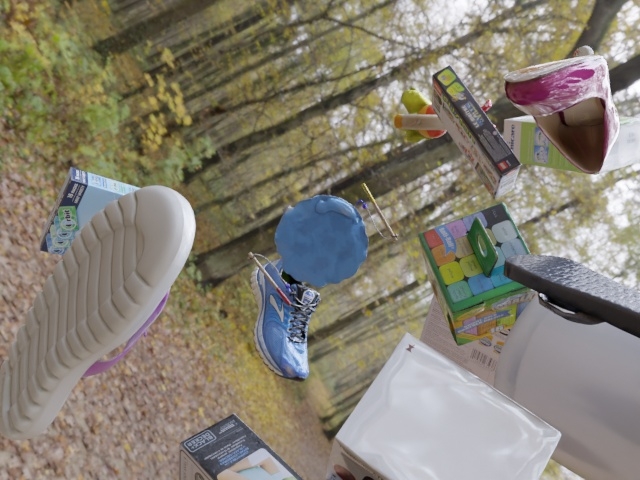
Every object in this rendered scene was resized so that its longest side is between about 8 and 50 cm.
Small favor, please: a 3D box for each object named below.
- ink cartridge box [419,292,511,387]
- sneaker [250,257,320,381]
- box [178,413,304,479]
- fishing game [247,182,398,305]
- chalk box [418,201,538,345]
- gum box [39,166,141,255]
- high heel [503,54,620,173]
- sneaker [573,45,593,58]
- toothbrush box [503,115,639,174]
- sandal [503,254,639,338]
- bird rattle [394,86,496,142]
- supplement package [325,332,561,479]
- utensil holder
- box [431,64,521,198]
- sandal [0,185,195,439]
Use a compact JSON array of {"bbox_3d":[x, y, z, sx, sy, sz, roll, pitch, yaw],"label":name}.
[{"bbox_3d":[0.440,0.287,1.722,0.270,0.151,0.396,27,-63,33],"label":"ink cartridge box"},{"bbox_3d":[-0.077,0.176,1.447,0.129,0.147,0.330,23,44,-46],"label":"sneaker"},{"bbox_3d":[-0.053,0.364,0.709,0.290,0.087,0.169,29,-55,38],"label":"box"},{"bbox_3d":[0.000,0.000,1.157,0.189,0.264,0.041,53,8,-20],"label":"fishing game"},{"bbox_3d":[0.307,0.061,1.171,0.289,0.179,0.180,59,12,-59],"label":"chalk box"},{"bbox_3d":[-0.369,-0.029,1.050,0.184,0.157,0.041,16,32,-35],"label":"gum box"},{"bbox_3d":[0.374,-0.171,0.892,0.127,0.377,0.182,-1,-79,41],"label":"high heel"},{"bbox_3d":[0.706,-0.465,1.584,0.158,0.064,0.061,47,25,-67],"label":"sneaker"},{"bbox_3d":[0.662,-0.265,1.594,0.283,0.206,0.122,20,-60,53],"label":"toothbrush box"},{"bbox_3d":[0.304,0.073,0.682,0.254,0.097,0.055,33,-58,55],"label":"sandal"},{"bbox_3d":[0.292,-0.281,1.457,0.253,0.207,0.143,20,-65,33],"label":"bird rattle"},{"bbox_3d":[0.126,0.252,0.695,0.194,0.149,0.203,32,-29,17],"label":"supplement package"},{"bbox_3d":[0.525,0.256,0.926,0.385,0.327,0.328,22,-36,56],"label":"utensil holder"},{"bbox_3d":[0.251,-0.176,0.995,0.207,0.036,0.114,61,1,18],"label":"box"},{"bbox_3d":[-0.260,0.089,0.718,0.102,0.416,0.169,18,39,-46],"label":"sandal"}]
